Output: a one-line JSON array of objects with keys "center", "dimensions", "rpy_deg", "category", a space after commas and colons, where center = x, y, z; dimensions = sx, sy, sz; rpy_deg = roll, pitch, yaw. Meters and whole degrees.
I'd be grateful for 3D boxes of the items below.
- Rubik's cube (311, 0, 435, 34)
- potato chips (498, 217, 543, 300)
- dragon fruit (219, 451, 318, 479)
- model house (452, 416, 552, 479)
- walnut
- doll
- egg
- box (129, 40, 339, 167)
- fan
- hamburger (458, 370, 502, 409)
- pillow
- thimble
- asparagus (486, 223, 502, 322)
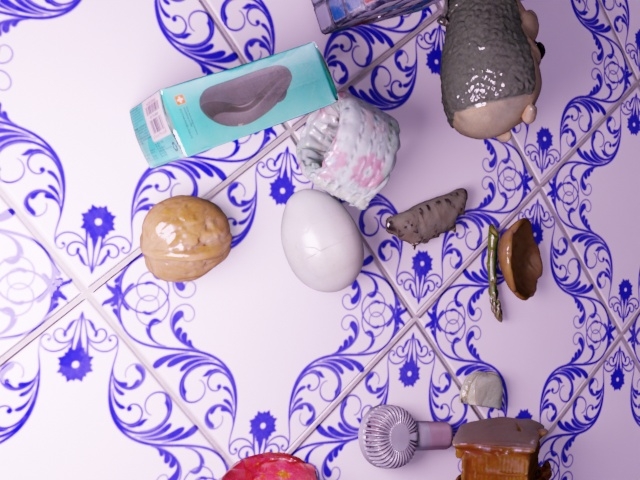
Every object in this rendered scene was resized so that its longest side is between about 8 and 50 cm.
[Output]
[{"center": [0.139, -0.598, 1.304], "dimensions": [0.292, 0.293, 0.287], "rpy_deg": [-22, 100, -26], "category": "Rubik's cube"}, {"center": [0.465, 0.044, 1.593], "dimensions": [0.208, 0.062, 0.195], "rpy_deg": [-5, 93, -55], "category": "potato chips"}, {"center": [-0.115, 0.505, 1.236], "dimensions": [0.189, 0.163, 0.261], "rpy_deg": [34, 72, 4], "category": "dragon fruit"}, {"center": [0.404, 0.531, 1.514], "dimensions": [0.199, 0.220, 0.229], "rpy_deg": [-5, 99, -71], "category": "model house"}, {"center": [-0.232, -0.003, 1.170], "dimensions": [0.166, 0.149, 0.166], "rpy_deg": [-24, 128, -34], "category": "walnut"}, {"center": [0.375, -0.399, 1.476], "dimensions": [0.247, 0.247, 0.349], "rpy_deg": [1, 74, -30], "category": "doll"}, {"center": [0.000, 0.000, 1.294], "dimensions": [0.151, 0.151, 0.209], "rpy_deg": [-30, 101, -26], "category": "egg"}, {"center": [-0.155, -0.236, 1.181], "dimensions": [0.311, 0.205, 0.118], "rpy_deg": [-25, 104, -26], "category": "box"}, {"center": [0.190, 0.420, 1.444], "dimensions": [0.244, 0.074, 0.130], "rpy_deg": [12, 72, -34], "category": "fan"}, {"center": [0.380, 0.344, 1.562], "dimensions": [0.121, 0.054, 0.084], "rpy_deg": [18, 76, -31], "category": "hamburger"}, {"center": [0.244, -0.043, 1.489], "dimensions": [0.241, 0.051, 0.093], "rpy_deg": [-22, 95, -29], "category": "pillow"}, {"center": [0.052, -0.171, 1.299], "dimensions": [0.149, 0.185, 0.211], "rpy_deg": [24, 58, -27], "category": "thimble"}, {"center": [0.411, 0.078, 1.596], "dimensions": [0.034, 0.027, 0.236], "rpy_deg": [-3, 90, -19], "category": "asparagus"}]
